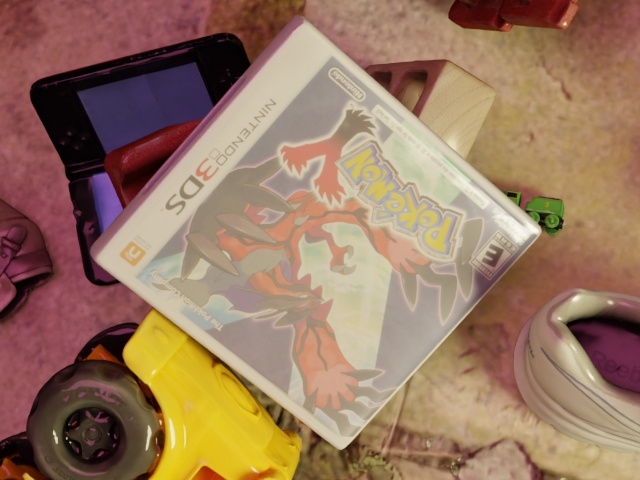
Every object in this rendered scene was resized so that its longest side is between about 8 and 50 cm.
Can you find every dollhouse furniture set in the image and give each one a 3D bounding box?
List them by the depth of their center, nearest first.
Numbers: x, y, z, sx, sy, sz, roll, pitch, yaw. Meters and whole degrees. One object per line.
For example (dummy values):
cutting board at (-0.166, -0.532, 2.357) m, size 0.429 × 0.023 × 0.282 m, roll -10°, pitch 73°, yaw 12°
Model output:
dollhouse furniture set at (0.012, -0.120, 1.084) m, size 0.201 × 0.152 × 0.374 m, roll 32°, pitch 82°, yaw -21°

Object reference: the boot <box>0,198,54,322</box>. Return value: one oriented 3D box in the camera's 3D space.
boot at (-0.239, 0.021, 1.198) m, size 0.118 × 0.042 × 0.087 m, roll -39°, pitch 76°, yaw 0°

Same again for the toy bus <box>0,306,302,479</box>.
toy bus at (-0.107, 0.175, 1.095) m, size 0.211 × 0.149 × 0.220 m, roll 44°, pitch 99°, yaw -4°

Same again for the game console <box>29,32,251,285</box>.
game console at (-0.104, -0.052, 1.171) m, size 0.144 × 0.124 × 0.085 m, roll -14°, pitch 49°, yaw 6°

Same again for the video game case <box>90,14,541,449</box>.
video game case at (0.000, 0.000, 1.054) m, size 0.201 × 0.023 × 0.183 m, roll 39°, pitch 97°, yaw -22°

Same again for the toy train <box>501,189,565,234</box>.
toy train at (0.117, -0.021, 1.158) m, size 0.083 × 0.017 × 0.024 m, roll 9°, pitch 69°, yaw 12°

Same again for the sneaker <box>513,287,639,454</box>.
sneaker at (0.253, 0.101, 1.047) m, size 0.297 × 0.129 × 0.111 m, roll 14°, pitch 78°, yaw 12°
